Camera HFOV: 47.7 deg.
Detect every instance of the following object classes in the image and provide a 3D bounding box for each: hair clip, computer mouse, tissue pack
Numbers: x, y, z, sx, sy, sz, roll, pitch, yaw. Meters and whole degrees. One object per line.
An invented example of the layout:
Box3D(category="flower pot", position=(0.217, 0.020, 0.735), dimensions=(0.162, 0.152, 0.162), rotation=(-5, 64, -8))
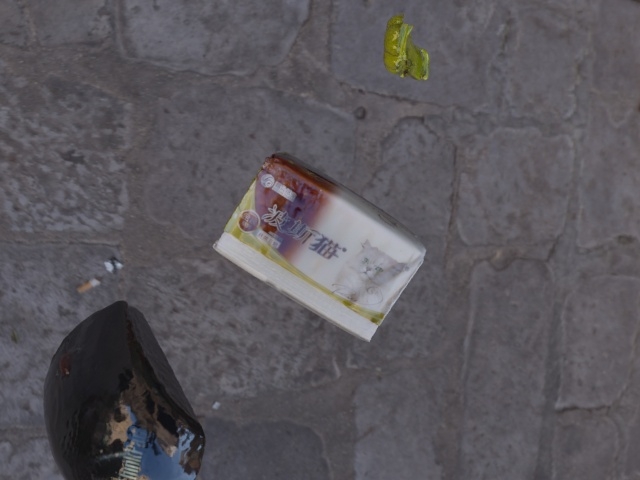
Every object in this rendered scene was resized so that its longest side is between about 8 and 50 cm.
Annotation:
Box3D(category="hair clip", position=(0.112, -0.255, 0.968), dimensions=(0.173, 0.046, 0.072), rotation=(-16, 111, -73))
Box3D(category="computer mouse", position=(-0.249, 0.201, 0.849), dimensions=(0.170, 0.269, 0.100), rotation=(-45, 141, 6))
Box3D(category="tissue pack", position=(0.000, -0.001, 0.617), dimensions=(0.149, 0.106, 0.099), rotation=(32, 99, -5))
